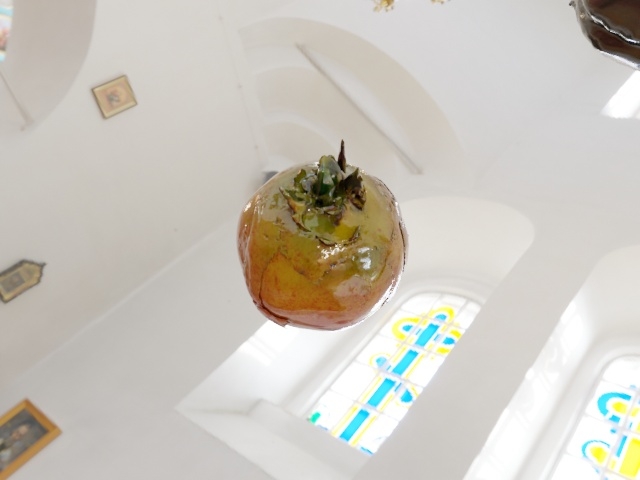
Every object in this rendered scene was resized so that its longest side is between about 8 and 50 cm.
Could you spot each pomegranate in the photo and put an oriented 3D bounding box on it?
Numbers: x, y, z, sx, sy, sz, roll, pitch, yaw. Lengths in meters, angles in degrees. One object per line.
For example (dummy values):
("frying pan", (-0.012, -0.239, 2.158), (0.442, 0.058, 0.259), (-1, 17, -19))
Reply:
("pomegranate", (0.000, 0.000, 0.656), (0.210, 0.210, 0.235), (33, -29, 21))

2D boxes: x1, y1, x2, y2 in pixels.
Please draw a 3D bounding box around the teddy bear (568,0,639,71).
("teddy bear", (0.191, -0.184, 0.278), (0.144, 0.250, 0.171), (19, -29, 14))
